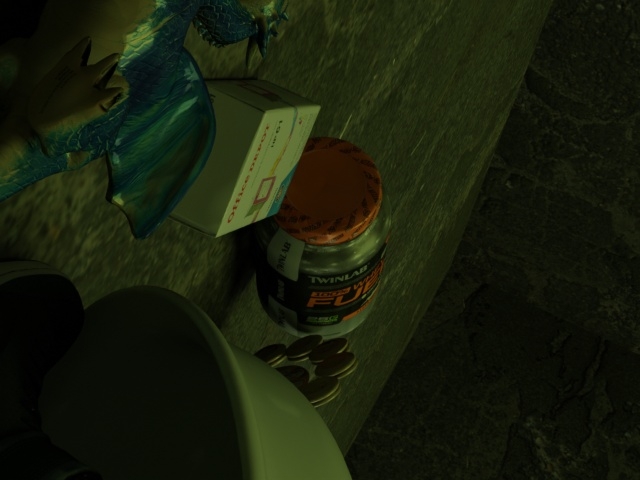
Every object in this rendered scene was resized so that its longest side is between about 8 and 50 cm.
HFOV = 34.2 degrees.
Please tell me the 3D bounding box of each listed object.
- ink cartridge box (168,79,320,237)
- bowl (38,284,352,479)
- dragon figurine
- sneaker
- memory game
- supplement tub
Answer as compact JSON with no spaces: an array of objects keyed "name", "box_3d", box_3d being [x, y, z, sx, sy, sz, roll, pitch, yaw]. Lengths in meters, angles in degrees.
[{"name":"ink cartridge box","box_3d":[-0.053,-0.058,0.691,0.089,0.052,0.122,-67,167,15]},{"name":"bowl","box_3d":[-0.067,0.180,0.506,0.298,0.134,0.298,-31,-131,43]},{"name":"dragon figurine","box_3d":[-0.090,-0.060,0.426,0.289,0.085,0.144,-62,168,-22]},{"name":"sneaker","box_3d":[-0.119,0.090,0.433,0.226,0.163,0.086,-44,155,-65]},{"name":"memory game","box_3d":[-0.055,0.127,0.867,0.012,0.186,0.186,66,30,-14]},{"name":"supplement tub","box_3d":[0.000,0.000,0.899,0.117,0.117,0.190,-59,168,-25]}]
